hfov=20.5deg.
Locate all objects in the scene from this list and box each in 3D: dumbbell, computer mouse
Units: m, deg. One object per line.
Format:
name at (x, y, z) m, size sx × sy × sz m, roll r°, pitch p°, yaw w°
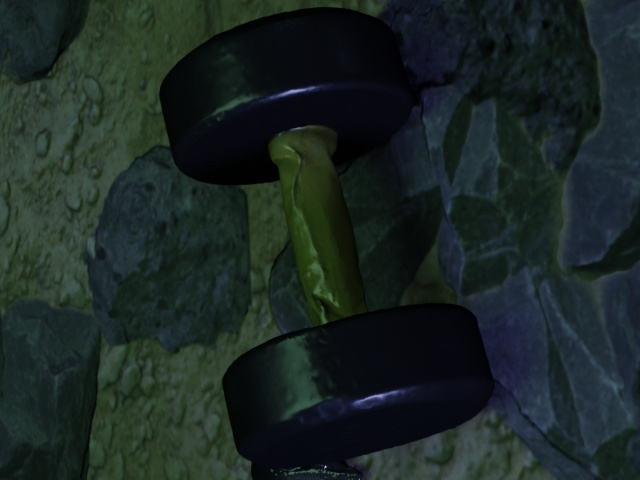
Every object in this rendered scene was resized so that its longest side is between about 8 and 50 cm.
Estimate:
dumbbell at (0.000, 0.000, 1.392) m, size 0.204 × 0.203 × 0.322 m, roll -30°, pitch 67°, yaw 43°
computer mouse at (-0.019, 0.195, 1.523) m, size 0.135 × 0.047 × 0.079 m, roll -13°, pitch 81°, yaw 44°
